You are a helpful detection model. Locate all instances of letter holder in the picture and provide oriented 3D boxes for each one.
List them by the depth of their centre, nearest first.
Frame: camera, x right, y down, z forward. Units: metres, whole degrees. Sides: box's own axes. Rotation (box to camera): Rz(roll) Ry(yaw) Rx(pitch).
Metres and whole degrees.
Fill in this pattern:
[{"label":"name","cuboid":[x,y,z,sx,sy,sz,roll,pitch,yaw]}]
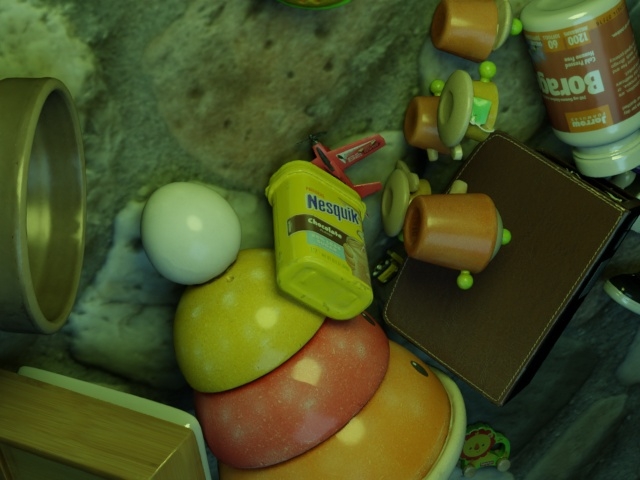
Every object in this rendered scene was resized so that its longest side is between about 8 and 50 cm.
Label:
[{"label":"letter holder","cuboid":[0.246,0.026,1.391,0.302,0.214,0.152,-61,161,17]}]

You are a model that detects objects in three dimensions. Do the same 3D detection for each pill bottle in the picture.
[{"label":"pill bottle","cuboid":[0.323,-0.190,1.255,0.121,0.121,0.216,-25,114,-3]}]

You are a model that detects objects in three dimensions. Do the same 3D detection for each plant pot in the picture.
[{"label":"plant pot","cuboid":[-0.377,-0.034,1.072,0.229,0.263,0.263,0,127,0]}]

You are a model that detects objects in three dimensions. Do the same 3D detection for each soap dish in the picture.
[{"label":"soap dish","cuboid":[-0.280,0.291,1.321,0.291,0.118,0.229,13,132,21]}]

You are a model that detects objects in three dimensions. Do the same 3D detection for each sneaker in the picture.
[{"label":"sneaker","cuboid":[0.521,0.052,1.579,0.217,0.079,0.121,13,116,-38]}]

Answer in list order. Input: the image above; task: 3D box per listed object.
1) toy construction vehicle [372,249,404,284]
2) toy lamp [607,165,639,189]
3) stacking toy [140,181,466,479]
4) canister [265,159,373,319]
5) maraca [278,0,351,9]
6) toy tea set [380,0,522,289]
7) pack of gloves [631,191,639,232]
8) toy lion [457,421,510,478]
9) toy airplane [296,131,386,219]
[{"label":"toy construction vehicle","cuboid":[0.129,0.029,1.435,0.086,0.035,0.098,35,109,-29]},{"label":"toy lamp","cuboid":[0.358,-0.016,1.459,0.080,0.080,0.274,20,114,-32]},{"label":"stacking toy","cuboid":[-0.063,0.130,1.298,0.351,0.350,0.480,-30,115,2]},{"label":"canister","cuboid":[0.000,0.000,1.245,0.126,0.170,0.073,31,123,-29]},{"label":"maraca","cuboid":[-0.034,-0.305,1.083,0.186,0.099,0.127,16,119,0]},{"label":"toy tea set","cuboid":[0.177,-0.116,1.239,0.124,0.200,0.336,7,117,-15]},{"label":"pack of gloves","cuboid":[0.536,-0.101,1.500,0.195,0.046,0.232,16,121,-43]},{"label":"toy lion","cuboid":[0.263,0.337,1.717,0.100,0.034,0.096,-6,119,-17]},{"label":"toy airplane","cuboid":[0.026,-0.083,1.308,0.151,0.028,0.151,-3,132,-4]}]
